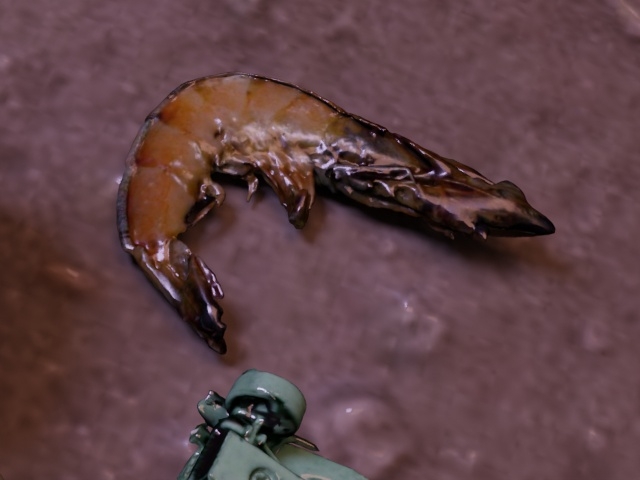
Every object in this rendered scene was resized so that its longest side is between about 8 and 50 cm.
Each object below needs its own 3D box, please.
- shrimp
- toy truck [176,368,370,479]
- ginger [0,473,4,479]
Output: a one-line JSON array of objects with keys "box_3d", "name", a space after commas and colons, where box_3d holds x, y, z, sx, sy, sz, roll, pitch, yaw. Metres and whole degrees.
[{"box_3d": [0.000, -0.002, 0.792, 0.195, 0.035, 0.148, 21, 50, 6], "name": "shrimp"}, {"box_3d": [0.004, 0.128, 0.693, 0.154, 0.078, 0.080, 34, 54, -12], "name": "toy truck"}, {"box_3d": [-0.222, 0.196, 0.478, 0.358, 0.211, 0.413, 41, 68, -3], "name": "ginger"}]
